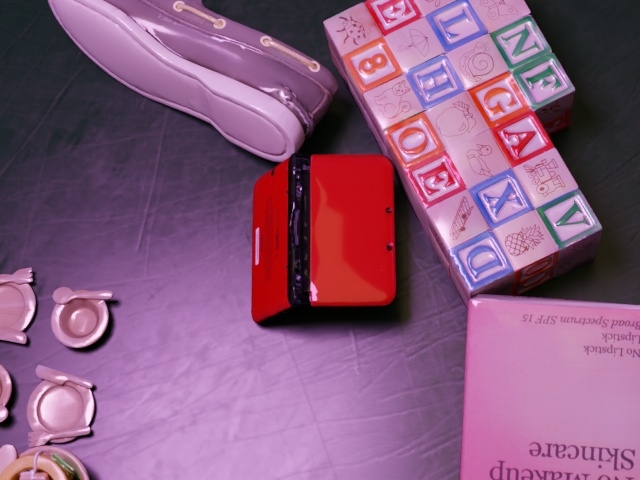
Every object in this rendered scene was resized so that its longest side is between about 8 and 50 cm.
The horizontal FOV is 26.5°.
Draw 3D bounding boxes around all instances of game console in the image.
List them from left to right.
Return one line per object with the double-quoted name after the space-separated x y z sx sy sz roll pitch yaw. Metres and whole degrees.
0.000 0.000 1.237 0.085 0.124 0.144 11 68 -28 "game console"

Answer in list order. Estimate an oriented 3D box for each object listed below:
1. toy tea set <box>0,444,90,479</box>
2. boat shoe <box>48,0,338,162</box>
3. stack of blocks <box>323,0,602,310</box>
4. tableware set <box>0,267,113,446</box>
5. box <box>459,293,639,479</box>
-0.317 0.240 1.151 0.336 0.124 0.200 20 82 13 "toy tea set"
-0.125 -0.183 1.296 0.305 0.109 0.091 31 66 18 "boat shoe"
0.145 -0.102 1.240 0.171 0.087 0.297 -26 70 -2 "stack of blocks"
-0.268 0.106 1.257 0.141 0.020 0.169 5 71 9 "tableware set"
0.187 0.162 1.089 0.148 0.127 0.232 3 89 8 "box"
